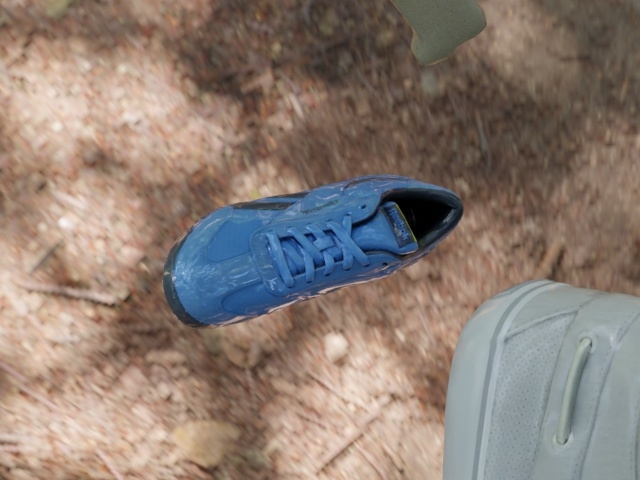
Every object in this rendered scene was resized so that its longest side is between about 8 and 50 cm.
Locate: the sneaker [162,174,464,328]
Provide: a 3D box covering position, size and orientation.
[{"bbox_3d":[0.000,0.000,1.113,0.082,0.209,0.069,-12,93,48],"label":"sneaker"}]

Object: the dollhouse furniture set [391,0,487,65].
[{"bbox_3d":[0.018,-0.265,0.970,0.151,0.301,0.197,-36,37,8],"label":"dollhouse furniture set"}]

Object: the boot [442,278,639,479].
[{"bbox_3d":[0.107,0.147,0.703,0.123,0.095,0.258,5,96,51],"label":"boot"}]
